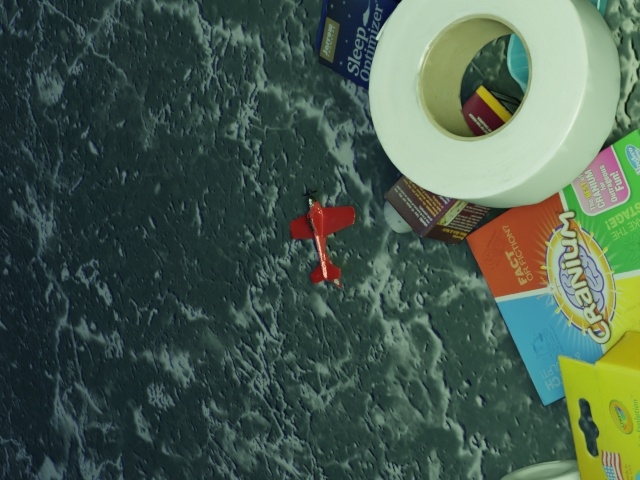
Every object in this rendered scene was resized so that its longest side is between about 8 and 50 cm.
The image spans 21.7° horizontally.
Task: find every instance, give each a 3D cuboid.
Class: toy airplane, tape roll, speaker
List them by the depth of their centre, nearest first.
[{"bbox_3d":[0.199,-0.183,1.941,0.286,0.100,0.286,-4,83,33],"label":"tape roll"},{"bbox_3d":[0.145,-0.053,2.202,0.136,0.055,0.055,-27,81,49],"label":"speaker"},{"bbox_3d":[0.000,0.000,2.399,0.151,0.028,0.151,19,116,45],"label":"toy airplane"}]

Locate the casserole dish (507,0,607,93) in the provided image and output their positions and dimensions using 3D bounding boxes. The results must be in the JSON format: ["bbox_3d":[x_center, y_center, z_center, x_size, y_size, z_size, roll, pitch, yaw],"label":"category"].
[{"bbox_3d":[0.287,-0.254,1.998,0.114,0.037,0.188,35,125,37],"label":"casserole dish"}]

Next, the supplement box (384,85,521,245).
[{"bbox_3d":[0.184,-0.091,2.064,0.188,0.104,0.081,-49,63,18],"label":"supplement box"}]

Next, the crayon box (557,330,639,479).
[{"bbox_3d":[0.434,0.220,1.890,0.318,0.081,0.202,11,125,39],"label":"crayon box"}]

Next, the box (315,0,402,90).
[{"bbox_3d":[0.068,-0.274,2.236,0.225,0.036,0.136,34,125,38],"label":"box"}]

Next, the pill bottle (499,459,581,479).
[{"bbox_3d":[0.306,0.399,2.112,0.124,0.124,0.221,-8,96,49],"label":"pill bottle"}]

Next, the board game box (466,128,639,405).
[{"bbox_3d":[0.341,0.035,2.006,0.316,0.064,0.242,-36,75,47],"label":"board game box"}]
